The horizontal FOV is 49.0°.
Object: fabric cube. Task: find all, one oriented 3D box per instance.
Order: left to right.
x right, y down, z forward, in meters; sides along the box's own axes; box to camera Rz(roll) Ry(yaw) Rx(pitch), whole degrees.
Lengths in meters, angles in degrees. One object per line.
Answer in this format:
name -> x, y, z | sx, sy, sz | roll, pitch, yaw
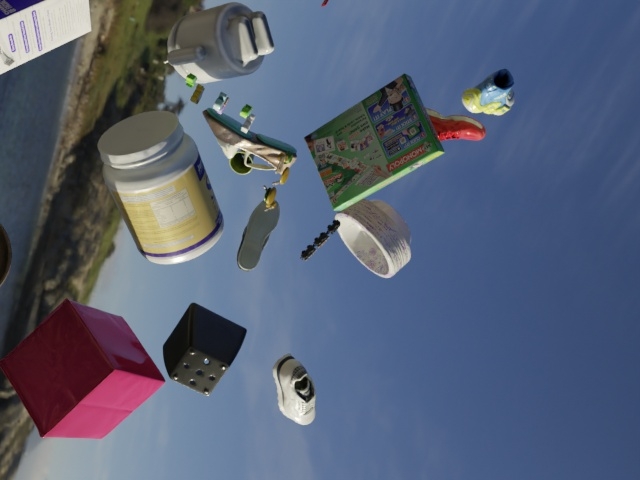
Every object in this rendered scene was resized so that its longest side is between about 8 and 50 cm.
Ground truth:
fabric cube -> -0.622, 0.348, 1.850 | 0.259, 0.258, 0.254 | -42, -112, 2

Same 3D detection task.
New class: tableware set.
tableware set -> -0.110, -0.151, 1.765 | 0.104, 0.024, 0.154 | -32, 142, -68

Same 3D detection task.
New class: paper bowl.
paper bowl -> 0.192, -0.025, 2.369 | 0.148, 0.284, 0.284 | -41, -168, -16

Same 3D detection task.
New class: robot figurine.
robot figurine -> -0.300, -0.563, 2.017 | 0.353, 0.300, 0.200 | 2, -67, 40

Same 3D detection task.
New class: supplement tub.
supplement tub -> -0.400, -0.132, 1.770 | 0.241, 0.240, 0.331 | -101, 177, -52

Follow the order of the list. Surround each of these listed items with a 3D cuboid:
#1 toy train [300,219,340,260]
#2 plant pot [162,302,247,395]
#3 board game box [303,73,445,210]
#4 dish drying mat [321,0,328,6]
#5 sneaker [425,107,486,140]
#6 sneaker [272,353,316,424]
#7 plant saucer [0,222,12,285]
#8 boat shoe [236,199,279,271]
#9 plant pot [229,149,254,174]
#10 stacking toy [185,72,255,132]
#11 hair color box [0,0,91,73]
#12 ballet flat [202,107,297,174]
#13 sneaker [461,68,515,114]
toy train -> 0.000, 0.000, 2.039 | 0.158, 0.027, 0.036 | -45, 163, -6
plant pot -> -0.337, 0.325, 1.994 | 0.188, 0.187, 0.167 | -54, -163, 21
board game box -> 0.126, -0.238, 1.747 | 0.317, 0.046, 0.214 | -28, -102, 28
dish drying mat -> 0.030, -0.826, 2.370 | 0.083, 0.008, 0.032 | -61, -156, -11
sneaker -> 0.358, -0.300, 2.036 | 0.087, 0.221, 0.128 | 73, 37, -54
sneaker -> -0.051, 0.394, 1.772 | 0.094, 0.090, 0.235 | 23, -37, 41
plant saucer -> -0.954, 0.039, 1.835 | 0.041, 0.277, 0.278 | 159, -56, -73
boat shoe -> -0.252, -0.024, 2.737 | 0.303, 0.114, 0.091 | -64, -168, -14
plant pot -> -0.258, -0.278, 2.387 | 0.083, 0.083, 0.079 | -63, -178, 32
stacking toy -> -0.246, -0.334, 1.719 | 0.052, 0.166, 0.221 | -62, -175, 1
hair color box -> -0.843, -0.643, 2.047 | 0.339, 0.110, 0.185 | -41, 164, -32
ballet flat -> -0.216, -0.274, 2.043 | 0.106, 0.315, 0.108 | -57, -154, 19
sneaker -> 0.484, -0.397, 1.872 | 0.126, 0.240, 0.091 | -34, -98, 43
